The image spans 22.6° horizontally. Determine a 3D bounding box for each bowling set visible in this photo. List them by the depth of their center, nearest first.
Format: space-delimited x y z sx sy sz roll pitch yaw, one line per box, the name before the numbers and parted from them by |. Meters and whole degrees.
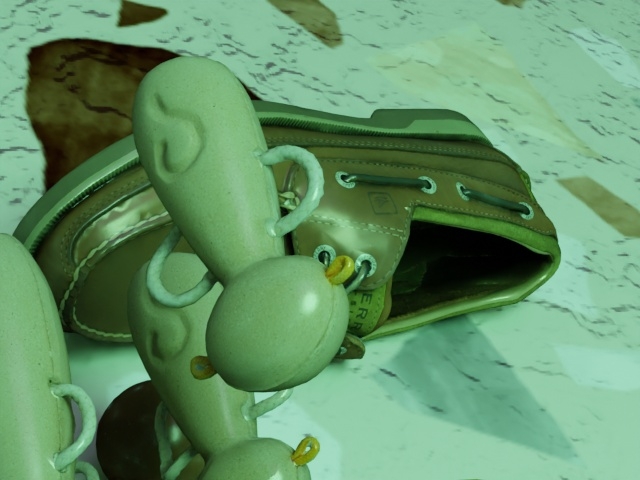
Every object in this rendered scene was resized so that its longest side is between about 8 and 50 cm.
bowling set | -0.072 0.087 0.597 0.200 0.287 0.154 32 27 -52

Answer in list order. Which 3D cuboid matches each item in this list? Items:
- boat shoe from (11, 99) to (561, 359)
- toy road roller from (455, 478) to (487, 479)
boat shoe | 0.000 0.000 0.782 0.307 0.110 0.104 -14 50 -38
toy road roller | 0.082 0.254 0.450 0.241 0.202 0.329 18 39 -17
